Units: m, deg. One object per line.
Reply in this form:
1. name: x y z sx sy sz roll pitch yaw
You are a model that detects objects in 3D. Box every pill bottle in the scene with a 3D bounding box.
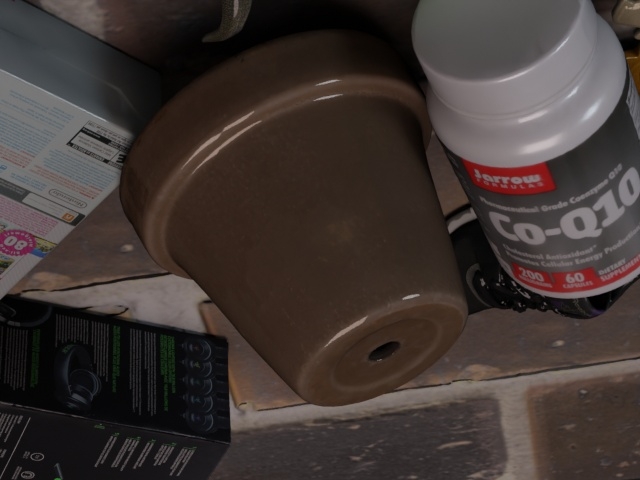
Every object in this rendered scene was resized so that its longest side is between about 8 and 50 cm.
1. pill bottle: 0.178 -0.091 1.450 0.161 0.161 0.283 -16 141 14

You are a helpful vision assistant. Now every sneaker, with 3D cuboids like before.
1. sneaker: 0.201 0.021 1.623 0.283 0.124 0.107 -29 134 28

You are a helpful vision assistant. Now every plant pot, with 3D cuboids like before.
1. plant pot: 0.000 0.000 1.435 0.263 0.229 0.263 -21 151 -12

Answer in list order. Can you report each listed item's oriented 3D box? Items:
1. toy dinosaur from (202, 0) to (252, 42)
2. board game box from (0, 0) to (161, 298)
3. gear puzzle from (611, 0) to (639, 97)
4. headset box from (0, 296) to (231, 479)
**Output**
1. toy dinosaur: -0.020 -0.272 1.280 0.160 0.121 0.313 29 136 -18
2. board game box: -0.308 -0.068 1.494 0.224 0.097 0.303 27 130 -31
3. gear puzzle: 0.326 -0.220 1.412 0.175 0.044 0.339 6 142 -15
4. headset box: -0.242 0.193 1.788 0.283 0.131 0.246 12 138 -19
